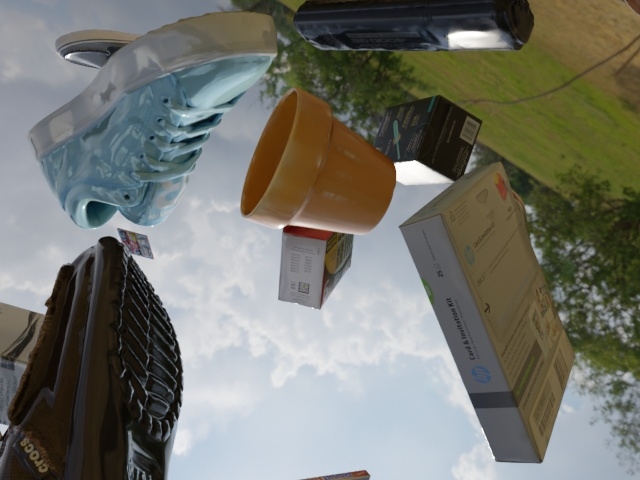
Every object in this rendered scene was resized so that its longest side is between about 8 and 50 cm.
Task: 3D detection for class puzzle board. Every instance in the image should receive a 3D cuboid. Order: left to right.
[{"bbox_3d":[-0.572,0.013,1.640,0.096,0.128,0.011,15,-125,4],"label":"puzzle board"}]

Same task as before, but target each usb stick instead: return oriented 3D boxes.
[{"bbox_3d":[0.085,-0.231,0.564,0.278,0.045,0.077,18,179,41],"label":"usb stick"}]

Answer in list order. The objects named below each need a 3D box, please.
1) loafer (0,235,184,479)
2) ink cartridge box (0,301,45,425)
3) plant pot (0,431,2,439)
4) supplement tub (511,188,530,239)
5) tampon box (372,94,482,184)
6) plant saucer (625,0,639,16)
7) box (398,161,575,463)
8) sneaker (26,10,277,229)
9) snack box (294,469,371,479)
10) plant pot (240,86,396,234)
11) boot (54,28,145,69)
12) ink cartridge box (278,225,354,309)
[{"bbox_3d":[-0.177,0.139,0.362,0.366,0.130,0.134,-106,0,-48],"label":"loafer"},{"bbox_3d":[-0.511,0.236,0.944,0.272,0.197,0.114,18,-146,-10],"label":"ink cartridge box"},{"bbox_3d":[-0.461,0.219,0.638,0.032,0.236,0.236,-32,-115,-17],"label":"plant pot"},{"bbox_3d":[0.314,0.015,1.045,0.191,0.191,0.272,32,-145,-5],"label":"supplement tub"},{"bbox_3d":[0.178,-0.171,0.935,0.101,0.121,0.161,22,176,-25],"label":"tampon box"},{"bbox_3d":[0.433,-0.303,0.611,0.200,0.037,0.200,32,178,1],"label":"plant saucer"},{"bbox_3d":[0.138,0.046,0.409,0.145,0.038,0.186,-34,-76,-51],"label":"box"},{"bbox_3d":[-0.163,-0.100,0.547,0.135,0.365,0.150,-30,-79,-47],"label":"sneaker"},{"bbox_3d":[0.018,0.480,1.010,0.178,0.064,0.022,11,-171,-36],"label":"snack box"},{"bbox_3d":[0.004,-0.098,0.807,0.187,0.205,0.205,21,-155,-21],"label":"plant pot"},{"bbox_3d":[-0.298,-0.265,0.810,0.189,0.069,0.086,-7,-97,-20],"label":"boot"},{"bbox_3d":[0.000,0.000,1.500,0.130,0.272,0.309,11,-157,15],"label":"ink cartridge box"}]
